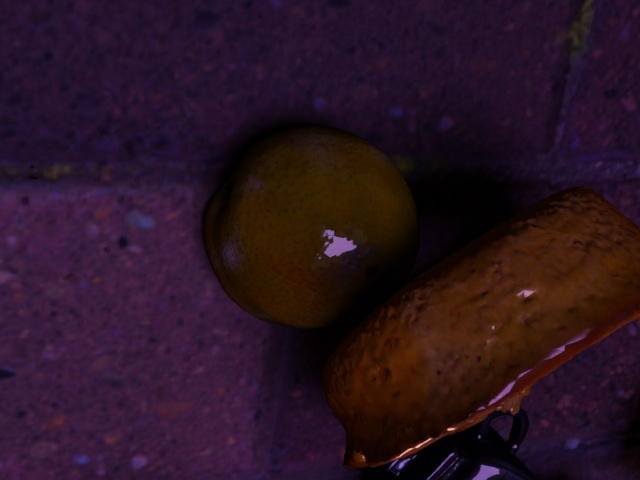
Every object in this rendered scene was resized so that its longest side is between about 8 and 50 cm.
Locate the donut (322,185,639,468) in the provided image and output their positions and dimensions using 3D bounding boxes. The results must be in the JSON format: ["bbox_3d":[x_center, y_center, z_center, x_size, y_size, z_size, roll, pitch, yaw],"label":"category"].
[{"bbox_3d":[0.113,0.065,0.734,0.253,0.253,0.118,-36,83,-8],"label":"donut"}]

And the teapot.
[{"bbox_3d":[0.083,0.183,0.849,0.177,0.087,0.096,-45,123,5],"label":"teapot"}]

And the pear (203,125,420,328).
[{"bbox_3d":[0.000,0.000,0.717,0.141,0.104,0.141,-8,114,-19],"label":"pear"}]
